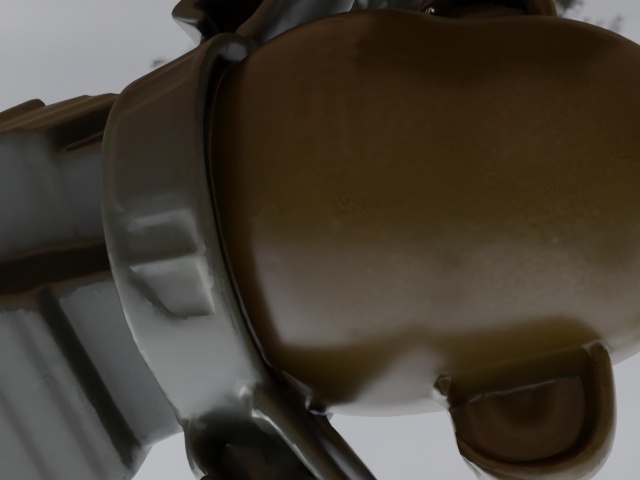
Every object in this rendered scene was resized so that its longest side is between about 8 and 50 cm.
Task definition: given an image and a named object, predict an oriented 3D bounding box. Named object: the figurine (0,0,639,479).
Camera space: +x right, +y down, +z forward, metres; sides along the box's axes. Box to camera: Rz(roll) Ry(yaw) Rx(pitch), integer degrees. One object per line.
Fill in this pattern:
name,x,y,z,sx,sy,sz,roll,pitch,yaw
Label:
figurine,0.000,0.001,0.466,0.285,0.342,0.167,-15,170,16
